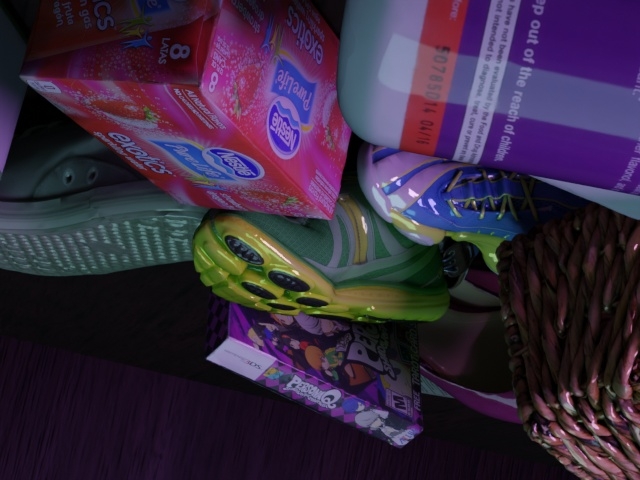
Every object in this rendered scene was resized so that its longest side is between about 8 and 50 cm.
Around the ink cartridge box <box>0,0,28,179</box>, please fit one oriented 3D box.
[{"bbox_3d":[-0.385,-0.150,1.100,0.289,0.121,0.211,10,166,8],"label":"ink cartridge box"}]

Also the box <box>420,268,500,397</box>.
[{"bbox_3d":[0.164,0.107,1.664,0.232,0.127,0.148,8,166,14],"label":"box"}]

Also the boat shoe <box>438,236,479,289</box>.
[{"bbox_3d":[0.118,0.002,1.405,0.066,0.066,0.183,7,165,20],"label":"boat shoe"}]

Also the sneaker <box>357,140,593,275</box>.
[{"bbox_3d":[0.146,-0.042,1.219,0.240,0.091,0.126,23,144,-37],"label":"sneaker"}]

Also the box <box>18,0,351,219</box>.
[{"bbox_3d":[-0.075,-0.111,0.997,0.128,0.122,0.257,6,165,20],"label":"box"}]

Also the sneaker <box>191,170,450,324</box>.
[{"bbox_3d":[0.000,0.000,1.231,0.109,0.123,0.295,-7,167,36],"label":"sneaker"}]

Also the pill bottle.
[{"bbox_3d":[0.177,-0.106,0.685,0.323,0.181,0.181,12,166,2],"label":"pill bottle"}]

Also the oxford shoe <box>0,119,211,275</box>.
[{"bbox_3d":[-0.228,-0.048,1.354,0.449,0.130,0.169,-6,160,41],"label":"oxford shoe"}]

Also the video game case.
[{"bbox_3d":[-0.003,0.050,1.337,0.210,0.232,0.042,28,130,-25],"label":"video game case"}]

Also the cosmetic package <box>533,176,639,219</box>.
[{"bbox_3d":[0.141,-0.101,0.877,0.231,0.117,0.085,21,164,-29],"label":"cosmetic package"}]

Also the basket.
[{"bbox_3d":[0.316,0.089,1.162,0.223,0.213,0.299,-28,143,35],"label":"basket"}]

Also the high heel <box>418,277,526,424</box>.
[{"bbox_3d":[0.125,0.089,1.499,0.377,0.127,0.181,21,175,17],"label":"high heel"}]
